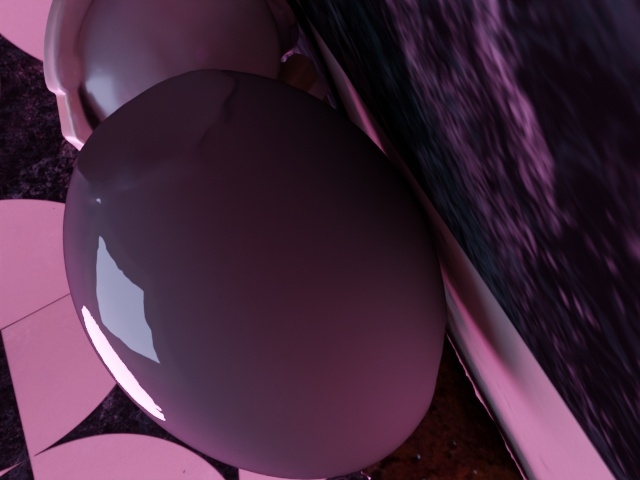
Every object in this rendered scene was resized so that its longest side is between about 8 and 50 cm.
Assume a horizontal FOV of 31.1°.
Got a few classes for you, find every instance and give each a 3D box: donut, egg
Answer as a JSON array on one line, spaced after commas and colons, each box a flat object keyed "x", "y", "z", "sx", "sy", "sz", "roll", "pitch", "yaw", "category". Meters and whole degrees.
[{"x": 0.049, "y": 0.100, "z": 0.807, "sx": 0.151, "sy": 0.112, "sz": 0.295, "roll": -105, "pitch": -11, "yaw": -59, "category": "donut"}, {"x": -0.026, "y": 0.026, "z": 0.586, "sx": 0.232, "sy": 0.176, "sz": 0.176, "roll": 55, "pitch": -177, "yaw": -26, "category": "egg"}]

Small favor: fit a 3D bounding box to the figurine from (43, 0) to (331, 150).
[{"x": -0.074, "y": -0.090, "z": 0.697, "sx": 0.141, "sy": 0.162, "sz": 0.237, "roll": 15, "pitch": 154, "yaw": 47, "category": "figurine"}]
